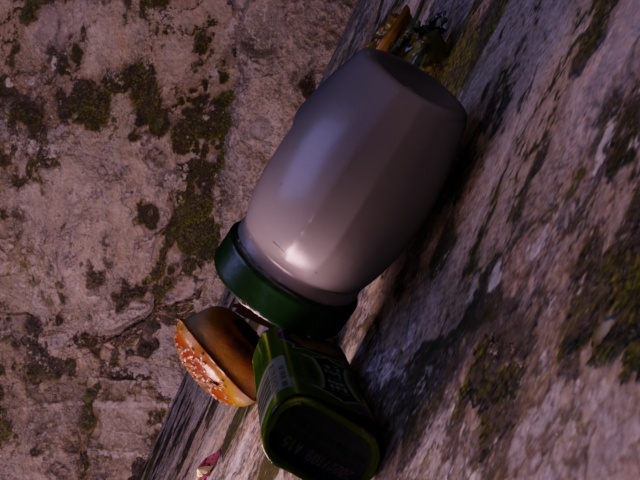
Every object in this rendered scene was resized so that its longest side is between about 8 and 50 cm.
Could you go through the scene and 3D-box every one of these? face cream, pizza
[{"bbox_3d":[0.032,-0.064,1.329,0.357,0.220,0.312,-57,3,20],"label":"face cream"},{"bbox_3d":[0.106,-0.352,1.777,0.160,0.036,0.099,-52,14,3],"label":"pizza"}]

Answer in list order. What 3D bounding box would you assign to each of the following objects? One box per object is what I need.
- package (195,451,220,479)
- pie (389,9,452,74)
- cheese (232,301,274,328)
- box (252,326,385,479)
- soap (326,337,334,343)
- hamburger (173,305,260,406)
[{"bbox_3d":[-0.250,0.496,2.168,0.083,0.029,0.059,-43,14,42],"label":"package"},{"bbox_3d":[0.121,-0.301,1.837,0.296,0.078,0.371,-52,13,7],"label":"pie"},{"bbox_3d":[-0.075,0.052,2.008,0.203,0.128,0.177,121,169,-45],"label":"cheese"},{"bbox_3d":[-0.014,0.195,1.216,0.345,0.134,0.097,-129,61,-80],"label":"box"},{"bbox_3d":[-0.021,0.195,1.557,0.089,0.045,0.140,-80,16,-47],"label":"soap"},{"bbox_3d":[-0.193,0.232,1.971,0.147,0.237,0.237,-41,12,6],"label":"hamburger"}]
